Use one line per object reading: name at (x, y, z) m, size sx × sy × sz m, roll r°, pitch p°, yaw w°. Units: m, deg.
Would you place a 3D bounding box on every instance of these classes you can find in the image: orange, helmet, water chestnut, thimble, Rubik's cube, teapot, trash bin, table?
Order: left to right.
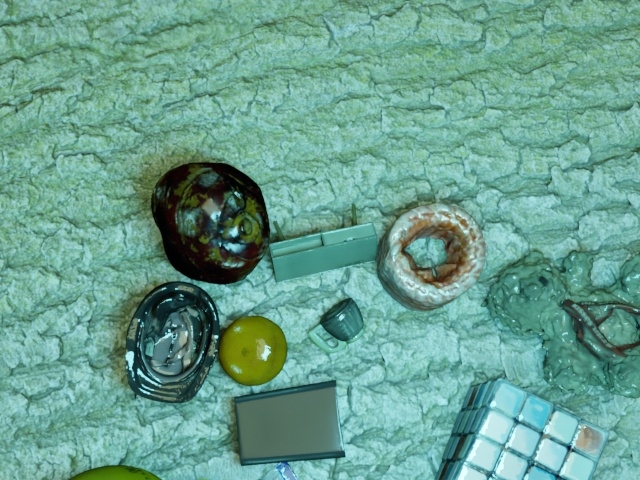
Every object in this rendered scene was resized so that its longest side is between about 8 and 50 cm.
helmet at (-0.322, 0.213, 1.890) m, size 0.198 × 0.154 × 0.253 m, roll 12°, pitch 95°, yaw -8°
water chestnut at (-0.244, -0.038, 1.892) m, size 0.244 × 0.289 × 0.289 m, roll -40°, pitch 82°, yaw 13°
orange at (-0.148, 0.243, 1.904) m, size 0.156 × 0.124 × 0.156 m, roll -2°, pitch 83°, yaw 14°
trash bin at (-0.067, 0.402, 1.878) m, size 0.225 × 0.115 × 0.165 m, roll -7°, pitch 78°, yaw -2°
table at (0.000, 0.000, 1.969) m, size 0.240 × 0.121 × 0.111 m, roll -12°, pitch 61°, yaw -5°
teapot at (0.048, 0.195, 1.953) m, size 0.091 × 0.124 × 0.092 m, roll 52°, pitch 39°, yaw -7°
thimble at (0.246, 0.040, 1.947) m, size 0.239 × 0.162 × 0.239 m, roll 1°, pitch 80°, yaw -4°
Rubik's cube at (0.409, 0.461, 1.815) m, size 0.256 × 0.253 × 0.259 m, roll 24°, pitch 77°, yaw 3°

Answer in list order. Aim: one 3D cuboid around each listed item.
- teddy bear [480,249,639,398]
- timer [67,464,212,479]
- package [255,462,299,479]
teddy bear at (0.549, 0.163, 1.913) m, size 0.367 × 0.224 × 0.357 m, roll 19°, pitch 64°, yaw 4°
timer at (-0.380, 0.632, 1.723) m, size 0.387 × 0.376 × 0.376 m, roll 31°, pitch 75°, yaw -37°
package at (-0.098, 0.597, 1.878) m, size 0.173 × 0.027 × 0.171 m, roll -34°, pitch 79°, yaw -13°
